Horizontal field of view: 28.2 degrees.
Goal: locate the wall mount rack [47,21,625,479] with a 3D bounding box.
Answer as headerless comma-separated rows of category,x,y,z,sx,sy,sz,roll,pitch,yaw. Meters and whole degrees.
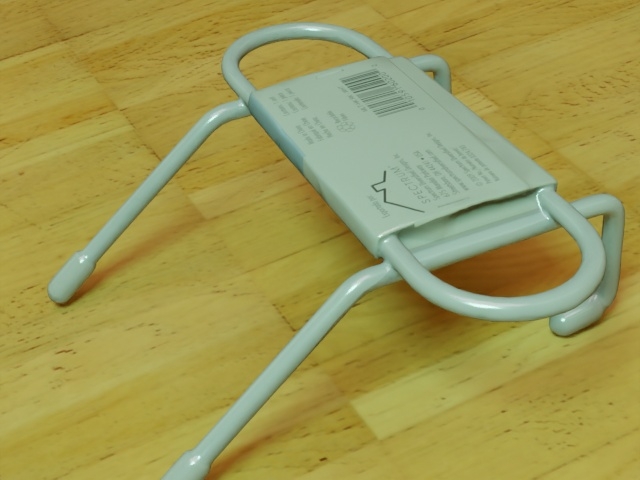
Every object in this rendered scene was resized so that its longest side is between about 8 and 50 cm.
wall mount rack,0.000,0.000,0.775,0.304,0.131,0.350,-18,39,-19
